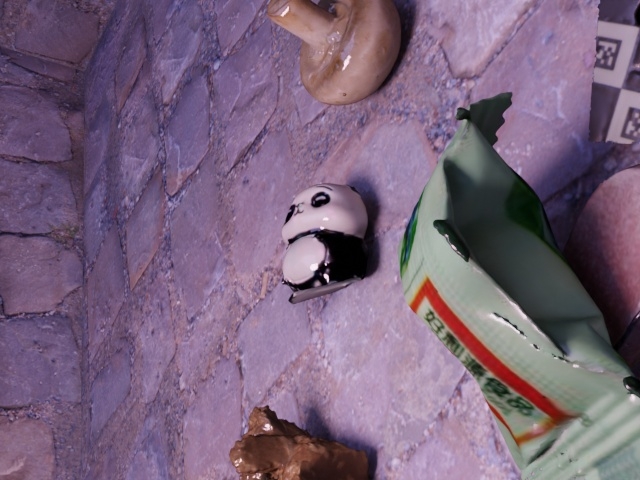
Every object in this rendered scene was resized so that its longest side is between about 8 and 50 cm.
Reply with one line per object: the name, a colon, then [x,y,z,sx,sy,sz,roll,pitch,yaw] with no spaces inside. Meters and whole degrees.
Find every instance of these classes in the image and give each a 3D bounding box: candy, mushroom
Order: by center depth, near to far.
candy: [0.201,0.085,0.863,0.263,0.171,0.398,106,143,-59]
mushroom: [0.016,-0.331,1.355,0.207,0.215,0.207,-37,42,42]

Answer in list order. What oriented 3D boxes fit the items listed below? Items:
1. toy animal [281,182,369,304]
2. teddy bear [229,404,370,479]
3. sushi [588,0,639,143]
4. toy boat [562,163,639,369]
toy animal: [0.000,0.000,1.327,0.166,0.138,0.179,-15,70,40]
teddy bear: [-0.052,0.375,1.185,0.222,0.246,0.296,-21,30,35]
sushi: [0.413,-0.252,0.779,0.320,0.068,0.340,5,93,52]
toy boat: [0.318,0.028,0.846,0.155,0.085,0.228,-110,31,-57]
